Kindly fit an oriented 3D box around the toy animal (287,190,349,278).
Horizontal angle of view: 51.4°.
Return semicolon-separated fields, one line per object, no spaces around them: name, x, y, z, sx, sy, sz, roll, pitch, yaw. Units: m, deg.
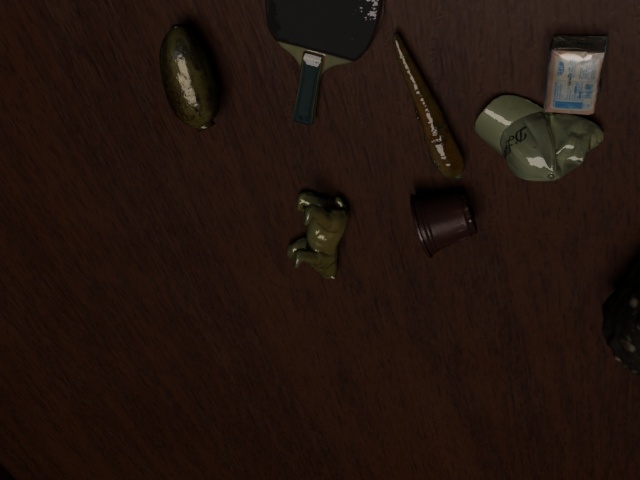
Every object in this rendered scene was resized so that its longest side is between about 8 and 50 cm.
toy animal;0.000;0.000;1.216;0.101;0.103;0.218;2;131;-13

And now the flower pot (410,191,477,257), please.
flower pot;0.206;-0.035;1.092;0.089;0.111;0.111;-16;123;17

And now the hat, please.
hat;0.310;-0.149;0.968;0.166;0.081;0.122;34;132;3

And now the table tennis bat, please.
table tennis bat;-0.003;-0.302;0.981;0.174;0.022;0.301;16;133;6

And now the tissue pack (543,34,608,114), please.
tissue pack;0.342;-0.222;0.895;0.074;0.058;0.094;8;132;18

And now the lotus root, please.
lotus root;-0.211;-0.254;1.057;0.081;0.089;0.179;-24;125;-15

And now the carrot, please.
carrot;0.160;-0.196;1.000;0.049;0.049;0.254;-12;122;29

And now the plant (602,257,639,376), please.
plant;0.568;0.089;0.996;0.199;0.188;0.276;25;135;-3
